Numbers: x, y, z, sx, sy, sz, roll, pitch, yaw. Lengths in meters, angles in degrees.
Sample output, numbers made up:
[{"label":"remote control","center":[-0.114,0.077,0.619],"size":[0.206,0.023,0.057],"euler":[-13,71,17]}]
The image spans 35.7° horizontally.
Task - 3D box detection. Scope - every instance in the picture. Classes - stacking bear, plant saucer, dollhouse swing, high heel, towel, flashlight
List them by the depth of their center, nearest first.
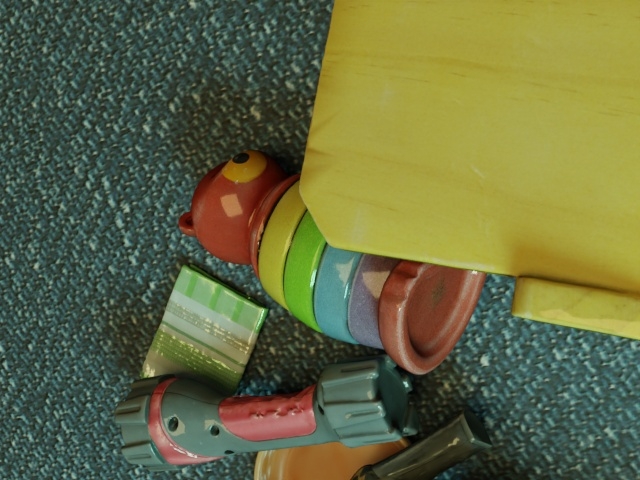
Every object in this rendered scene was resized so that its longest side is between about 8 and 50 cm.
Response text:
[{"label":"dollhouse swing","center":[0.211,-0.103,0.798],"size":[0.305,0.315,0.347],"euler":[7,86,45]},{"label":"high heel","center":[0.099,0.302,0.899],"size":[0.186,0.261,0.093],"euler":[-38,128,24]},{"label":"stacking bear","center":[0.000,0.000,0.950],"size":[0.289,0.175,0.164],"euler":[23,142,27]},{"label":"flashlight","center":[-0.062,0.169,1.000],"size":[0.304,0.103,0.103],"euler":[-14,84,29]},{"label":"plant saucer","center":[0.026,0.263,1.052],"size":[0.200,0.037,0.200],"euler":[4,101,22]},{"label":"towel","center":[-0.128,0.114,1.098],"size":[0.113,0.023,0.152],"euler":[28,107,13]}]
